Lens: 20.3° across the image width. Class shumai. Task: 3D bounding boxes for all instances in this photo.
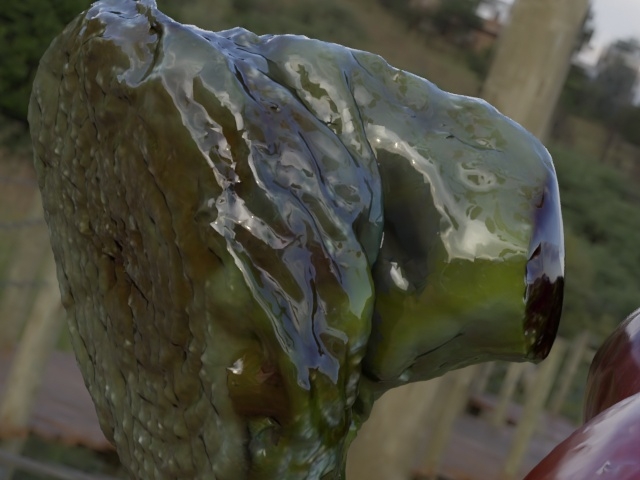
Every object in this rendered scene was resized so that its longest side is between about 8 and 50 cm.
[{"bbox_3d":[0.000,0.000,1.026,0.263,0.309,0.304,-12,43,-24],"label":"shumai"}]

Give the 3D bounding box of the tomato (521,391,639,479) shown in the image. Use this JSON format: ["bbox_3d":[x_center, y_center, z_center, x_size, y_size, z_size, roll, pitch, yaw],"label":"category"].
[{"bbox_3d":[0.064,0.113,0.314,0.099,0.189,0.173,-2,41,-32],"label":"tomato"}]

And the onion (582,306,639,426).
[{"bbox_3d":[0.299,0.199,1.223,0.347,0.285,0.347,40,5,-4],"label":"onion"}]
